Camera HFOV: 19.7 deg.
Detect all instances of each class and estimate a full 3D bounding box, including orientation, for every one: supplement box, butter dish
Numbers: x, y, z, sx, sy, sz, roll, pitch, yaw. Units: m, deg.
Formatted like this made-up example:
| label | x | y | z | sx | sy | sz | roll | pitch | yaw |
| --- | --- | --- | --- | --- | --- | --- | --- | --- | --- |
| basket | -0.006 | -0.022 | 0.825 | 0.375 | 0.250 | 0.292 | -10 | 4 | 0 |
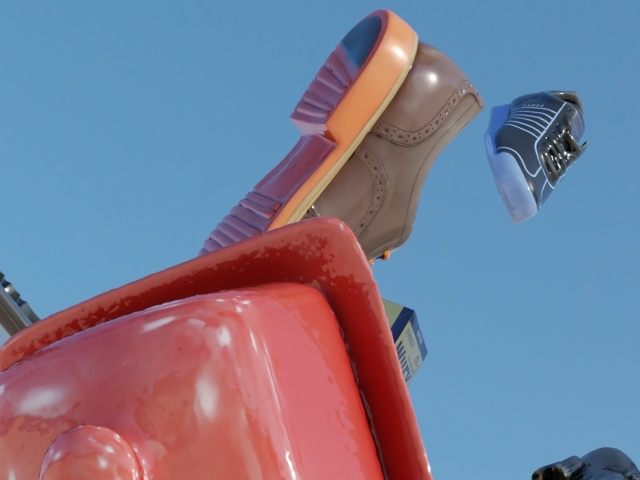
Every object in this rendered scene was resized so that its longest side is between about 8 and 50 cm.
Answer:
| label | x | y | z | sx | sy | sz | roll | pitch | yaw |
| --- | --- | --- | --- | --- | --- | --- | --- | --- | --- |
| supplement box | 0.015 | 0.080 | 1.247 | 0.083 | 0.083 | 0.056 | 20 | -27 | 26 |
| butter dish | -0.053 | 0.081 | 0.620 | 0.160 | 0.159 | 0.118 | -20 | -13 | 18 |

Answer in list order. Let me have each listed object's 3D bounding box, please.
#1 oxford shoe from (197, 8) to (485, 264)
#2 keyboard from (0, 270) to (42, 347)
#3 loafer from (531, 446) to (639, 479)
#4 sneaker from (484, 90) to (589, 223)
| label | x | y | z | sx | sy | sz | roll | pitch | yaw |
| --- | --- | --- | --- | --- | --- | --- | --- | --- | --- |
| oxford shoe | 0.000 | 0.000 | 1.098 | 0.098 | 0.271 | 0.097 | 33 | 4 | -21 |
| keyboard | -0.200 | -0.014 | 0.890 | 0.201 | 0.033 | 0.317 | 23 | -28 | 53 |
| loafer | 0.182 | 0.170 | 1.190 | 0.096 | 0.084 | 0.267 | 0 | -14 | 36 |
| sneaker | 0.217 | -0.093 | 1.815 | 0.090 | 0.232 | 0.081 | -19 | -67 | 14 |
